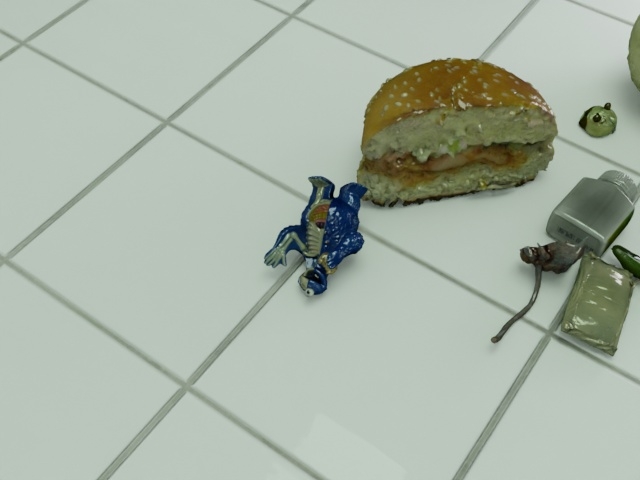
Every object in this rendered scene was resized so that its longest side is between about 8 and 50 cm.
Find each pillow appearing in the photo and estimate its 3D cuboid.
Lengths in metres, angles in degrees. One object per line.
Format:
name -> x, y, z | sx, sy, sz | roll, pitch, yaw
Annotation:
pillow -> 0.548, 0.121, 1.604 | 0.119, 0.053, 0.208 | 23, 56, 12

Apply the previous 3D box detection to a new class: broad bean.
broad bean -> 0.675, 0.073, 1.647 | 0.195, 0.046, 0.061 | 26, 36, 9

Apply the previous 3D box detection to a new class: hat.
hat -> 0.659, -0.287, 1.918 | 0.077, 0.059, 0.076 | -22, 60, -21

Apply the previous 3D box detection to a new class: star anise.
star anise -> 0.433, 0.104, 1.599 | 0.218, 0.148, 0.228 | 14, 77, -30

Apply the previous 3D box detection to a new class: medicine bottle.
medicine bottle -> 0.584, -0.063, 1.724 | 0.132, 0.088, 0.188 | 36, 60, 24

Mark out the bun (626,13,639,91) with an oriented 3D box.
bun -> 0.899, -0.422, 1.915 | 0.349, 0.227, 0.352 | 34, 62, 23

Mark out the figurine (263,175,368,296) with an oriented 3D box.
figurine -> 0.009, -0.003, 1.670 | 0.164, 0.121, 0.262 | 23, 71, 16

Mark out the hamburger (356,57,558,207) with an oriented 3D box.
hamburger -> 0.270, -0.268, 1.781 | 0.445, 0.268, 0.287 | -11, 49, -7
